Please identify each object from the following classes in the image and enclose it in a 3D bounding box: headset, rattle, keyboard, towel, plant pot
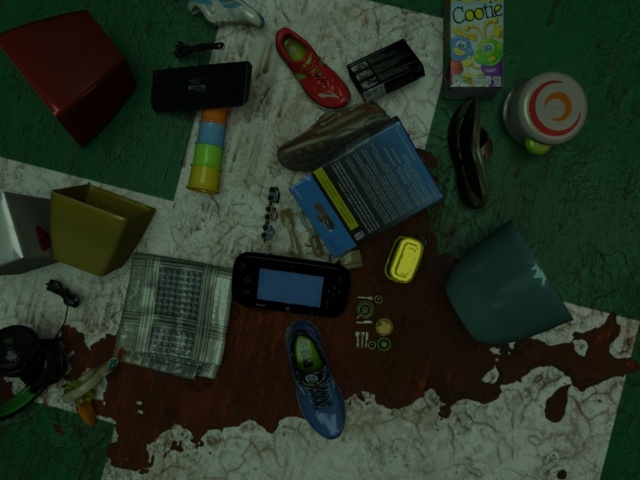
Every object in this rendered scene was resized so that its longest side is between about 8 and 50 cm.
[{"bbox_3d":[-0.803,0.298,1.738,0.185,0.243,0.394,32,75,22],"label":"headset"},{"bbox_3d":[-0.596,0.407,1.772,0.200,0.130,0.143,-32,86,-7],"label":"rattle"},{"bbox_3d":[-0.328,-0.455,1.764,0.317,0.033,0.201,2,85,23],"label":"keyboard"},{"bbox_3d":[-0.407,0.213,1.794,0.312,0.056,0.324,10,90,2],"label":"towel"},{"bbox_3d":[-0.605,-0.023,1.741,0.212,0.212,0.187,21,101,2],"label":"plant pot"},{"bbox_3d":[-0.655,-0.453,1.729,0.236,0.267,0.267,-39,88,-11],"label":"plant pot"},{"bbox_3d":[0.465,0.132,1.653,0.235,0.293,0.293,-33,88,15],"label":"plant pot"}]

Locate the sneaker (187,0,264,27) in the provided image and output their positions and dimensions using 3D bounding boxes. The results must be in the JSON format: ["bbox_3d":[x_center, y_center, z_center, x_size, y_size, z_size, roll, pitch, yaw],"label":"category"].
[{"bbox_3d":[-0.262,-0.637,1.795,0.229,0.087,0.092,26,97,10],"label":"sneaker"}]

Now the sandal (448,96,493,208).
[{"bbox_3d":[0.420,-0.236,1.753,0.086,0.120,0.302,-6,90,-25],"label":"sandal"}]

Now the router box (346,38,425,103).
[{"bbox_3d":[0.177,-0.464,1.755,0.179,0.046,0.133,-24,53,2],"label":"router box"}]

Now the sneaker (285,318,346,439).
[{"bbox_3d":[-0.023,0.381,1.729,0.130,0.147,0.330,-20,89,2],"label":"sneaker"}]

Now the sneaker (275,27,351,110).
[{"bbox_3d":[-0.030,-0.466,1.759,0.107,0.118,0.279,-44,87,3],"label":"sneaker"}]

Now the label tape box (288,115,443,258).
[{"bbox_3d":[0.119,-0.141,1.712,0.334,0.106,0.240,-29,107,12],"label":"label tape box"}]

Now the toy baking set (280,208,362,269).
[{"bbox_3d":[0.000,0.007,1.796,0.256,0.030,0.196,13,84,-2],"label":"toy baking set"}]

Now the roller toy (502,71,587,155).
[{"bbox_3d":[0.595,-0.347,1.717,0.209,0.146,0.191,-32,97,-4],"label":"roller toy"}]

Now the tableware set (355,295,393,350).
[{"bbox_3d":[0.150,0.229,1.785,0.104,0.024,0.154,2,89,2],"label":"tableware set"}]

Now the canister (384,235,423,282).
[{"bbox_3d":[0.222,0.051,1.712,0.073,0.170,0.126,20,90,3],"label":"canister"}]

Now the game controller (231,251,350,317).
[{"bbox_3d":[-0.081,0.123,1.750,0.319,0.067,0.166,8,109,0],"label":"game controller"}]

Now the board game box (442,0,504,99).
[{"bbox_3d":[0.407,-0.531,1.729,0.142,0.144,0.275,1,88,3],"label":"board game box"}]

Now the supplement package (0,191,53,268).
[{"bbox_3d":[-0.813,-0.011,1.697,0.175,0.293,0.177,-17,89,2],"label":"supplement package"}]

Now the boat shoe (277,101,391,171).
[{"bbox_3d":[0.033,-0.288,1.765,0.324,0.123,0.116,-19,56,-1],"label":"boat shoe"}]

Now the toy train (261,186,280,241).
[{"bbox_3d":[-0.138,-0.072,1.803,0.036,0.027,0.158,10,89,-8],"label":"toy train"}]

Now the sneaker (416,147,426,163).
[{"bbox_3d":[0.271,-0.202,1.782,0.057,0.047,0.119,-14,90,-9],"label":"sneaker"}]

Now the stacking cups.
[{"bbox_3d":[-0.308,-0.292,1.789,0.096,0.096,0.316,6,84,3],"label":"stacking cups"}]
